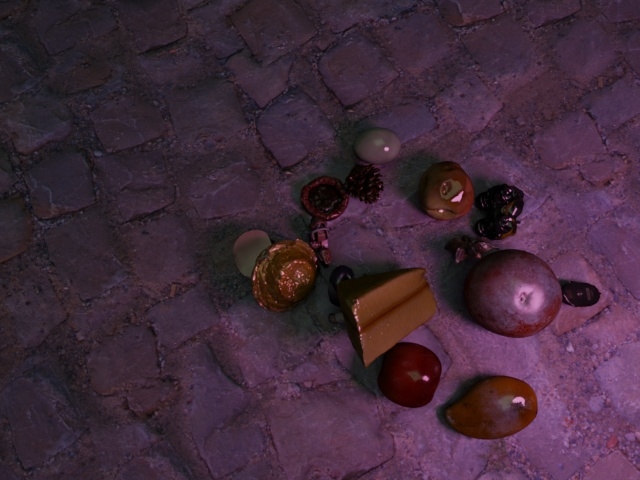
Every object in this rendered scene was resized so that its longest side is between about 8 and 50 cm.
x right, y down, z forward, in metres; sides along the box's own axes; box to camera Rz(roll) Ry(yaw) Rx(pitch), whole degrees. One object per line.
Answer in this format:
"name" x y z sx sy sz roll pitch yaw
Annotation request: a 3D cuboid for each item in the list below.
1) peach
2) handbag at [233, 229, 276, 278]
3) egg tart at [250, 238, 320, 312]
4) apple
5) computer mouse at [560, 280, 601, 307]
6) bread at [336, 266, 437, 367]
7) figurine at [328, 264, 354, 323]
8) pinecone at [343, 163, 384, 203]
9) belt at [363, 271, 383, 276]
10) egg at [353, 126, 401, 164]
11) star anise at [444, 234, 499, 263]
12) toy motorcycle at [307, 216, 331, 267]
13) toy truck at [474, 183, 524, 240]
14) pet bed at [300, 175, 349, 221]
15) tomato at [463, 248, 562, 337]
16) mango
"peach" 0.485 -0.202 1.544 0.215 0.214 0.235 4 71 4
"handbag" -0.235 0.068 1.558 0.180 0.116 0.204 -20 76 -3
"egg tart" -0.112 0.135 1.466 0.295 0.116 0.294 -6 100 -34
"apple" 0.310 0.464 1.391 0.202 0.218 0.218 18 78 10
"computer mouse" 0.966 0.204 1.505 0.173 0.057 0.098 1 75 -9
"bread" 0.260 0.227 1.360 0.363 0.245 0.232 -15 100 -8
"figurine" 0.085 0.204 1.505 0.146 0.145 0.221 -1 78 2
"pinecone" 0.178 -0.224 1.594 0.174 0.173 0.173 -1 77 2
"belt" 0.239 0.198 1.524 0.163 0.082 0.147 7 73 3
"egg" 0.228 -0.381 1.623 0.193 0.149 0.149 0 77 11
"star anise" 0.562 0.021 1.495 0.172 0.208 0.063 -13 104 9
"toy motorcycle" 0.000 0.000 1.561 0.084 0.118 0.212 -12 77 -15
"toy truck" 0.710 -0.104 1.552 0.166 0.147 0.224 11 80 -18
"pet bed" 0.020 -0.173 1.635 0.202 0.053 0.200 0 80 -2
"tomato" 0.672 0.186 1.416 0.318 0.282 0.315 0 89 7
"mango" 0.589 0.585 1.389 0.317 0.146 0.192 -24 73 7
